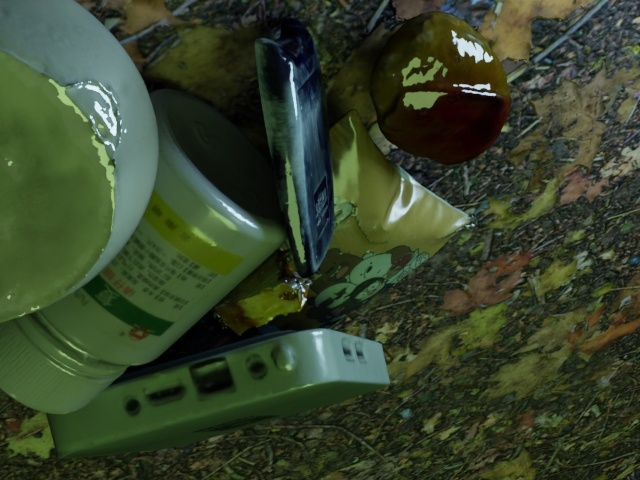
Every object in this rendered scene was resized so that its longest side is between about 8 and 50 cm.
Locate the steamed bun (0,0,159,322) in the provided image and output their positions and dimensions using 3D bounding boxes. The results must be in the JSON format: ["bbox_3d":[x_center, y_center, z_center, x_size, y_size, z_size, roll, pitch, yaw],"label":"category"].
[{"bbox_3d":[-0.305,-0.087,0.955,0.324,0.206,0.324,-1,120,-2],"label":"steamed bun"}]

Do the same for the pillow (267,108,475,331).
[{"bbox_3d":[0.000,0.000,1.358,0.310,0.119,0.312,-34,139,18],"label":"pillow"}]

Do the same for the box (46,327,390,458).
[{"bbox_3d":[-0.117,0.196,1.412,0.367,0.090,0.373,-18,166,12],"label":"box"}]

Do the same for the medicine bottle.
[{"bbox_3d":[-0.213,0.021,1.175,0.340,0.208,0.208,-42,142,19],"label":"medicine bottle"}]

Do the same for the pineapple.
[{"bbox_3d":[-0.068,0.054,1.207,0.116,0.137,0.069,-44,110,-12],"label":"pineapple"}]

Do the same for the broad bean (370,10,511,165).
[{"bbox_3d":[0.130,-0.170,1.232,0.156,0.122,0.228,-39,144,13],"label":"broad bean"}]

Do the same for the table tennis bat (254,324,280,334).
[{"bbox_3d":[-0.010,0.074,1.522,0.201,0.033,0.124,-42,141,23],"label":"table tennis bat"}]

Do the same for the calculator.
[{"bbox_3d":[-0.021,-0.090,1.132,0.040,0.177,0.268,-1,112,12],"label":"calculator"}]
